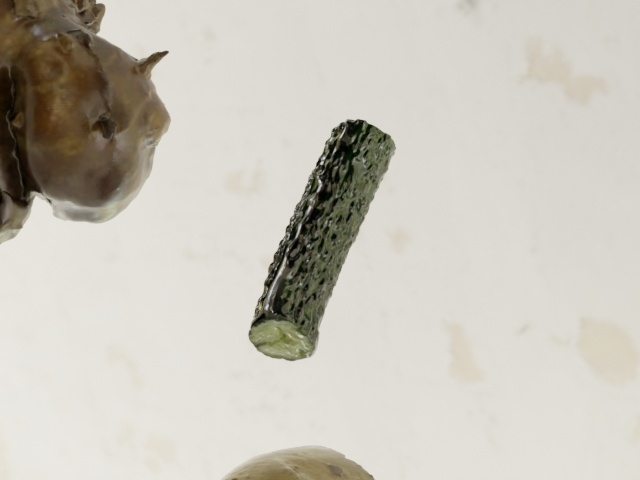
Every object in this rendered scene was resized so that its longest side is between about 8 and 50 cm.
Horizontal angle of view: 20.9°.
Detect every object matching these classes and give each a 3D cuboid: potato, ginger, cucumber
[{"bbox_3d":[-0.037,0.278,1.594,0.178,0.158,0.203,-30,-115,23],"label":"potato"},{"bbox_3d":[-0.267,-0.198,1.598,0.254,0.176,0.418,-8,-82,10],"label":"ginger"},{"bbox_3d":[0.000,0.000,1.262,0.058,0.187,0.058,18,-27,10],"label":"cucumber"}]
